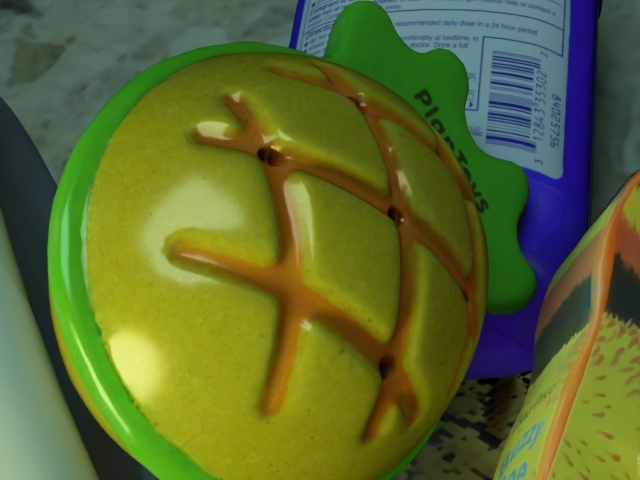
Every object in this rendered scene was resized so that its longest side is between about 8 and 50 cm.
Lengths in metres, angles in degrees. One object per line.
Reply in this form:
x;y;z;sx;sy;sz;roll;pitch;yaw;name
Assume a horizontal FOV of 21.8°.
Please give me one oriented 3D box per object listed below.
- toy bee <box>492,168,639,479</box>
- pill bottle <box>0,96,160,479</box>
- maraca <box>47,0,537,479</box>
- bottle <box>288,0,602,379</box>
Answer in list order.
0.074;0.088;0.418;0.162;0.195;0.298;14;41;-8;toy bee
-0.235;0.102;0.495;0.363;0.210;0.210;-21;49;-1;pill bottle
0.000;0.000;0.458;0.099;0.127;0.186;-21;10;43;maraca
0.049;-0.082;0.641;0.118;0.092;0.282;1;51;10;bottle
